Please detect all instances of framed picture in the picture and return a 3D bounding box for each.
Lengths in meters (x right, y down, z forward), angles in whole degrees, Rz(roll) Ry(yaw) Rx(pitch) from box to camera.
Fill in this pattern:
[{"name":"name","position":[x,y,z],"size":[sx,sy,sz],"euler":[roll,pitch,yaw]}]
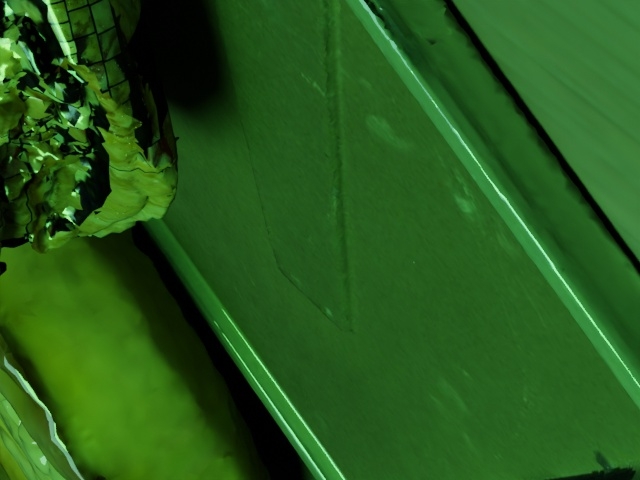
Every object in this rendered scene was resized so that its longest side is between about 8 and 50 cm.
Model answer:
[{"name":"framed picture","position":[0.000,0.000,0.585],"size":[0.232,0.024,0.315],"euler":[55,161,-1]}]

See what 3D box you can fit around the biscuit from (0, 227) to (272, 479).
[{"name":"biscuit","position":[-0.119,0.050,0.823],"size":[0.296,0.102,0.296],"euler":[50,165,19]}]

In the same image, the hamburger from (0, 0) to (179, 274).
[{"name":"hamburger","position":[-0.128,-0.094,0.562],"size":[0.231,0.107,0.231],"euler":[162,90,-75]}]

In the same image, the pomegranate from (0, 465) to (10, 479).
[{"name":"pomegranate","position":[-0.303,0.221,1.224],"size":[0.342,0.342,0.342],"euler":[46,159,24]}]
